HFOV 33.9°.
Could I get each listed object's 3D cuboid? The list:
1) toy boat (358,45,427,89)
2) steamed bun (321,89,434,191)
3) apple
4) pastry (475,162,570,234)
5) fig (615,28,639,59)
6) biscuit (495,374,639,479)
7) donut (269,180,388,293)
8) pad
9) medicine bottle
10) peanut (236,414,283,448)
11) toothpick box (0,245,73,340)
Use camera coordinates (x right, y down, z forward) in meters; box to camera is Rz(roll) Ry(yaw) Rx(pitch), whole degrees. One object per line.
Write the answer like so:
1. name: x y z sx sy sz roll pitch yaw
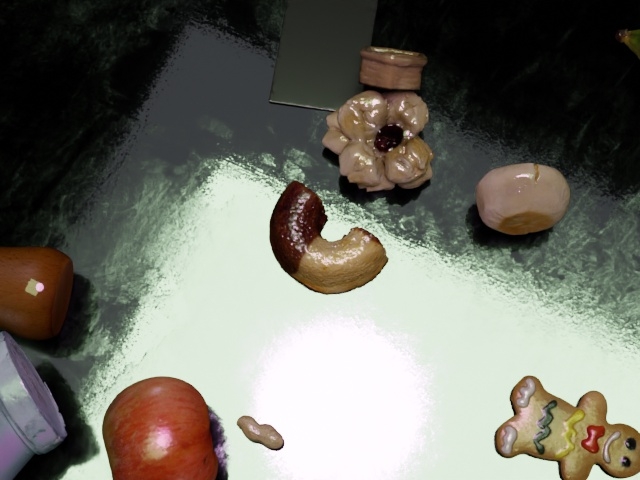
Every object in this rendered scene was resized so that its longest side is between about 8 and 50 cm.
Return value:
1. toy boat: 0.121 -0.293 1.791 0.116 0.188 0.061 9 103 3
2. steamed bun: 0.098 -0.178 1.794 0.192 0.106 0.177 -5 73 -1
3. apple: -0.243 0.312 1.607 0.164 0.209 0.209 -15 73 -8
4. pastry: 0.334 -0.070 1.736 0.156 0.156 0.092 -6 66 -1
5. fig: 0.627 -0.329 1.806 0.203 0.203 0.235 -37 52 -10
6. biscuit: 0.408 0.310 1.680 0.240 0.035 0.158 17 76 6
7. donut: 0.002 0.001 1.752 0.217 0.085 0.141 32 76 8
8. pad: 0.006 -0.351 1.900 0.170 0.006 0.246 8 74 2
9. medicine bottle: -0.558 0.291 1.591 0.290 0.245 0.245 -31 75 -8
10. peanut: -0.097 0.308 1.685 0.083 0.037 0.037 26 75 6
11. toothpick box: -0.560 0.067 1.694 0.294 0.192 0.192 11 73 -3
